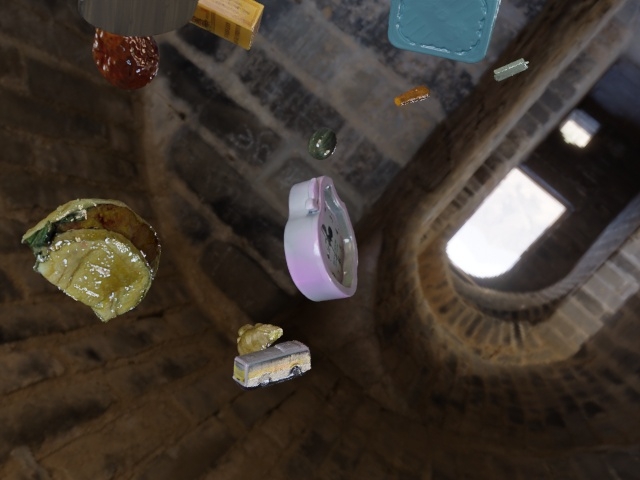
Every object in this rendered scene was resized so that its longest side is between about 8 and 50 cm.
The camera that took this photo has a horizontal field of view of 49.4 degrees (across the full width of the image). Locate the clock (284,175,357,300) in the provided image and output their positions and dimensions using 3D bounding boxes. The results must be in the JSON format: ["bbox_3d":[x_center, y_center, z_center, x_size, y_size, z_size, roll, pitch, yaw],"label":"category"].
[{"bbox_3d":[0.000,0.000,1.873,0.338,0.102,0.339,-12,-90,-72],"label":"clock"}]

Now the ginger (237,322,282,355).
[{"bbox_3d":[-0.197,0.304,2.082,0.081,0.115,0.205,41,152,-20],"label":"ginger"}]

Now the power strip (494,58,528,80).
[{"bbox_3d":[0.445,-0.399,1.624,0.027,0.083,0.017,47,-153,-49],"label":"power strip"}]

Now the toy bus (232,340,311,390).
[{"bbox_3d":[-0.099,0.259,1.456,0.172,0.072,0.057,-10,-159,-37],"label":"toy bus"}]

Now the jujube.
[{"bbox_3d":[-0.542,-0.531,1.922,0.190,0.190,0.255,43,164,13],"label":"jujube"}]

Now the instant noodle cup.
[{"bbox_3d":[0.207,-0.391,1.172,0.179,0.070,0.157,14,142,10],"label":"instant noodle cup"}]

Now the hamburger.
[{"bbox_3d":[-0.435,0.025,1.399,0.132,0.211,0.309,56,178,39],"label":"hamburger"}]

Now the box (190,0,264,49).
[{"bbox_3d":[-0.287,-0.598,1.772,0.274,0.076,0.174,24,174,-8],"label":"box"}]

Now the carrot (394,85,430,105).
[{"bbox_3d":[0.202,-0.317,1.526,0.093,0.032,0.032,-25,-124,-31],"label":"carrot"}]

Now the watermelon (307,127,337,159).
[{"bbox_3d":[0.007,-0.276,1.974,0.078,0.078,0.111,40,-129,-11],"label":"watermelon"}]

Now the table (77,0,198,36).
[{"bbox_3d":[-0.440,-0.606,1.454,0.249,0.317,0.317,44,-171,18],"label":"table"}]
